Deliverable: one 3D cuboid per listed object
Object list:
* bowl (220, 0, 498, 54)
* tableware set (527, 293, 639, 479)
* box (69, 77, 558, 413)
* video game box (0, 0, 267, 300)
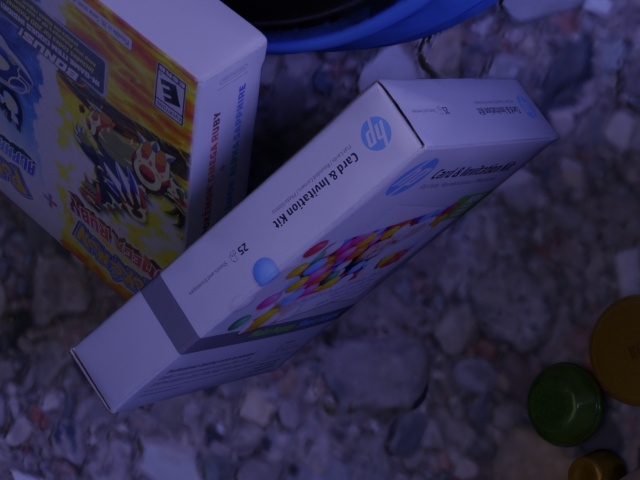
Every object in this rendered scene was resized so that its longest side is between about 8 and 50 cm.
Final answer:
[{"bbox_3d":[-0.035,-0.264,0.821,0.391,0.077,0.391,17,120,32],"label":"bowl"},{"bbox_3d":[0.161,0.064,0.833,0.154,0.024,0.104,-38,68,27],"label":"tableware set"},{"bbox_3d":[0.000,0.000,0.850,0.186,0.145,0.038,-41,76,24],"label":"box"},{"bbox_3d":[-0.117,-0.075,0.913,0.205,0.048,0.187,39,149,23],"label":"video game box"}]
